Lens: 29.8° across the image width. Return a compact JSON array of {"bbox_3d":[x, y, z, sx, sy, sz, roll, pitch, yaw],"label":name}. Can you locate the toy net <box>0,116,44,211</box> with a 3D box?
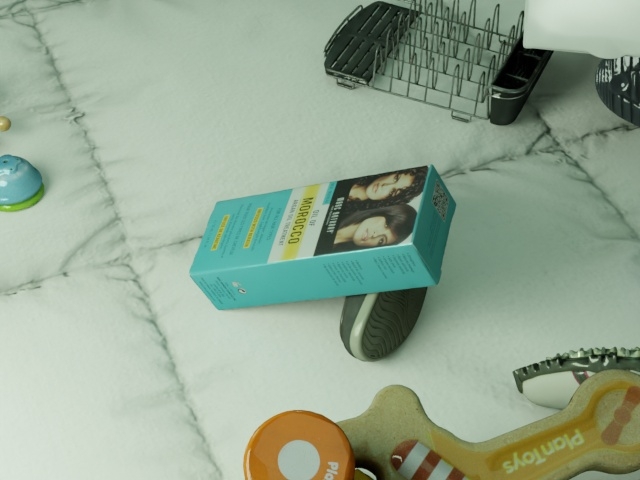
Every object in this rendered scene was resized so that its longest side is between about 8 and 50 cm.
[{"bbox_3d":[-0.400,-0.106,1.342,0.122,0.045,0.232,-22,46,-21],"label":"toy net"}]

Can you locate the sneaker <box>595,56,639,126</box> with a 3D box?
[{"bbox_3d":[0.486,-0.178,1.418,0.319,0.112,0.131,10,21,11],"label":"sneaker"}]

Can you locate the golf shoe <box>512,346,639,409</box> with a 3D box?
[{"bbox_3d":[0.294,0.149,1.035,0.273,0.120,0.105,-1,-2,31],"label":"golf shoe"}]

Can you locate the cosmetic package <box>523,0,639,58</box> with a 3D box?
[{"bbox_3d":[0.387,-0.315,1.404,0.197,0.155,0.365,9,20,25],"label":"cosmetic package"}]

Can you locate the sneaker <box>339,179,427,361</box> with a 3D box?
[{"bbox_3d":[0.042,0.027,1.200,0.118,0.083,0.222,1,48,30],"label":"sneaker"}]

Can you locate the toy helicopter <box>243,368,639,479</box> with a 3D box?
[{"bbox_3d":[0.123,0.211,0.939,0.355,0.140,0.235,-22,67,-11],"label":"toy helicopter"}]

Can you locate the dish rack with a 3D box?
[{"bbox_3d":[0.147,-0.241,1.477,0.272,0.074,0.208,18,45,17],"label":"dish rack"}]

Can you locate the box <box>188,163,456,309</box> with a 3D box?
[{"bbox_3d":[0.000,0.000,1.142,0.244,0.060,0.100,-9,45,30],"label":"box"}]
